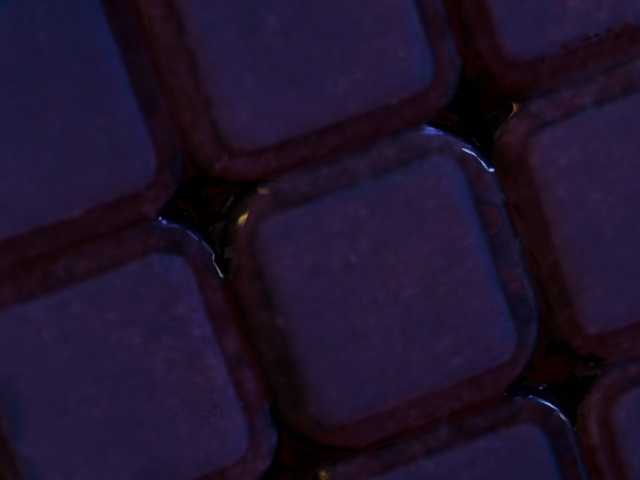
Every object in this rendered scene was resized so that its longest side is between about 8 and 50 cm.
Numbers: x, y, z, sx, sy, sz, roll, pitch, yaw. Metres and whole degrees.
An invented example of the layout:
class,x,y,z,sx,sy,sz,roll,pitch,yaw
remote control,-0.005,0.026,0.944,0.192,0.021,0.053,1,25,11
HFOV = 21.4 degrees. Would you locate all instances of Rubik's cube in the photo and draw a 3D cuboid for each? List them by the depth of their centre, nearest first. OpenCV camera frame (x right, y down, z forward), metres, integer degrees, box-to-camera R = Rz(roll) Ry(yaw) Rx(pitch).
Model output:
class,x,y,z,sx,sy,sz,roll,pitch,yaw
Rubik's cube,0.000,0.000,0.704,0.305,0.301,0.304,-21,10,-5
